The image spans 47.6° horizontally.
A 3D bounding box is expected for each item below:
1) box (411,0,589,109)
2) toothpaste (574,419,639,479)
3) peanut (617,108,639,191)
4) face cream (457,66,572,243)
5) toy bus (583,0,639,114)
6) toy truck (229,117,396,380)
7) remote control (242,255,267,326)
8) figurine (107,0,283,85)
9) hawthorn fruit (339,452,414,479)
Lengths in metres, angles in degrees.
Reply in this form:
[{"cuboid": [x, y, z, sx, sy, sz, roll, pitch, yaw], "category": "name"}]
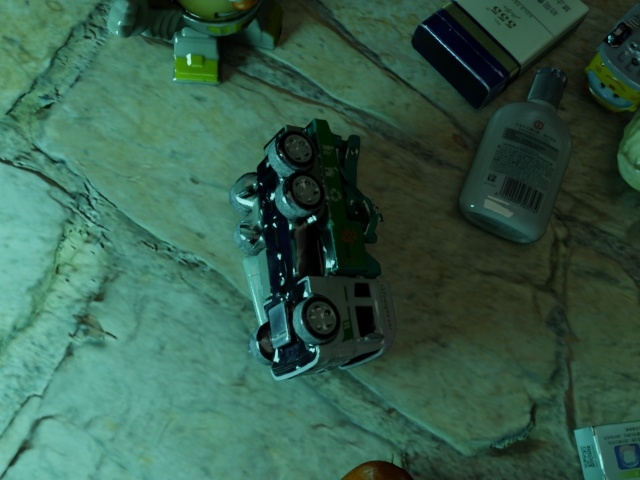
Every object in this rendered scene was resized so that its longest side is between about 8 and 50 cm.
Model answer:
[{"cuboid": [0.297, -0.351, 1.200, 0.259, 0.071, 0.168, -39, 79, -17], "category": "box"}, {"cuboid": [0.530, 0.284, 1.012, 0.336, 0.067, 0.081, -4, 71, -9], "category": "toothpaste"}, {"cuboid": [0.591, -0.174, 1.145, 0.313, 0.149, 0.149, -26, 76, -18], "category": "peanut"}, {"cuboid": [0.318, -0.143, 1.130, 0.143, 0.071, 0.291, 23, 71, 0], "category": "face cream"}, {"cuboid": [0.523, -0.303, 1.176, 0.126, 0.136, 0.209, 42, 72, 8], "category": "toy bus"}, {"cuboid": [-0.006, 0.001, 0.986, 0.177, 0.176, 0.364, 6, 66, -29], "category": "toy truck"}, {"cuboid": [-0.073, 0.075, 1.035, 0.053, 0.018, 0.125, -14, 73, -10], "category": "remote control"}, {"cuboid": [-0.146, -0.370, 1.040, 0.167, 0.285, 0.343, 29, 68, 5], "category": "figurine"}, {"cuboid": [0.077, 0.333, 0.911, 0.125, 0.125, 0.140, 32, 72, 5], "category": "hawthorn fruit"}]
